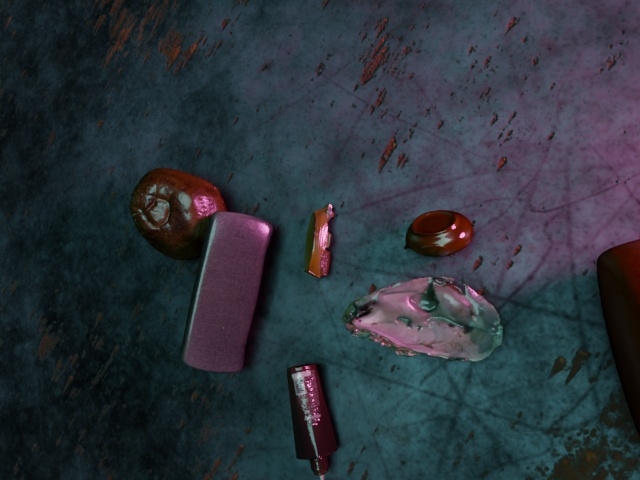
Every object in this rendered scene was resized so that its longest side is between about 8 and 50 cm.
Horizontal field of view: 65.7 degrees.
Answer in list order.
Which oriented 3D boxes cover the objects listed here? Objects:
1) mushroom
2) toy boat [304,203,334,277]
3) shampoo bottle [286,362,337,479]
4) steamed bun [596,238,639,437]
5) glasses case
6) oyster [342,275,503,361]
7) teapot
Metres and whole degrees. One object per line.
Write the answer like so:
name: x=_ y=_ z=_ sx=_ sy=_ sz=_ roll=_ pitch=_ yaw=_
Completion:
mushroom: x=-0.318 y=-0.057 z=1.074 sx=0.231 sy=0.138 sz=0.194 roll=9 pitch=87 yaw=24
toy boat: x=0.000 y=0.000 z=0.983 sx=0.047 sy=0.048 sz=0.149 roll=-12 pitch=69 yaw=65
shampoo bottle: x=-0.012 y=0.353 z=0.933 sx=0.068 sy=0.067 sz=0.237 roll=-17 pitch=77 yaw=31
steamed bun: x=0.514 y=0.163 z=0.628 sx=0.234 sy=0.248 sz=0.380 roll=-15 pitch=77 yaw=20
glasses case: x=-0.192 y=0.104 z=1.007 sx=0.131 sy=0.074 sz=0.323 roll=13 pitch=90 yaw=-13
oyster: x=0.171 y=0.148 z=0.865 sx=0.252 sy=0.087 sz=0.199 roll=-31 pitch=63 yaw=10
teapot: x=0.208 y=-0.004 z=0.881 sx=0.129 sy=0.078 sz=0.098 roll=-5 pitch=41 yaw=32
